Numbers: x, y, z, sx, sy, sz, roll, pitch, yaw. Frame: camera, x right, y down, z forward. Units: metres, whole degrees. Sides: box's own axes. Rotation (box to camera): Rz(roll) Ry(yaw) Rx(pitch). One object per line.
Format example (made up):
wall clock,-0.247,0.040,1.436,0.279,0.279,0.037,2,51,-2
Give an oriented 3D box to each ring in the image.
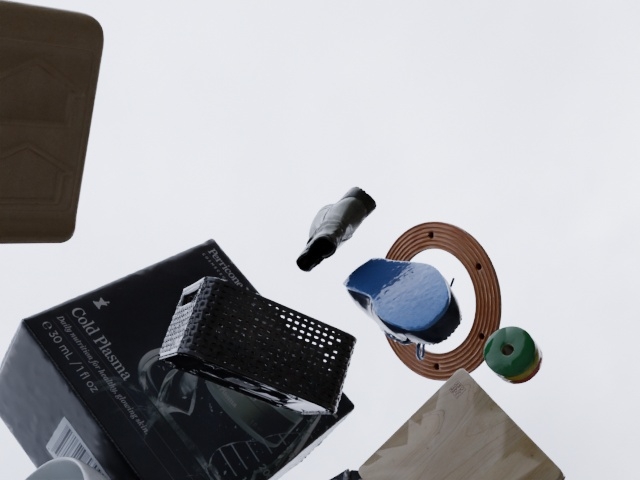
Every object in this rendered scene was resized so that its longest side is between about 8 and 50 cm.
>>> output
ring,0.247,0.127,1.615,0.032,0.336,0.336,0,-54,-40

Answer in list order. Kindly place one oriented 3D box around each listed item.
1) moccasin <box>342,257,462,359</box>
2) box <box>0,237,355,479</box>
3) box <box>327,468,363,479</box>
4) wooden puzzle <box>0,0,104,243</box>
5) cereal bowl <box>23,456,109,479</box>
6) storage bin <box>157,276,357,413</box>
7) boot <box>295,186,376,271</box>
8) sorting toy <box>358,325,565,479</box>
moccasin,0.150,0.104,1.247,0.138,0.342,0.116,-38,-74,-4
box,-0.282,0.317,1.493,0.472,0.480,0.297,-27,-20,-50
box,0.104,0.426,1.166,0.296,0.073,0.293,10,-35,-23
wooden puzzle,-0.488,-0.166,1.069,0.322,0.080,0.347,-1,-65,-35
cereal bowl,-0.411,0.512,1.168,0.339,0.339,0.141,-41,-59,14
storage bin,-0.068,0.117,0.817,0.180,0.084,0.122,24,-21,-18
boot,0.000,0.000,1.467,0.083,0.161,0.246,42,-31,-1
sorting toy,0.114,0.208,0.648,0.274,0.132,0.046,-45,-48,2
